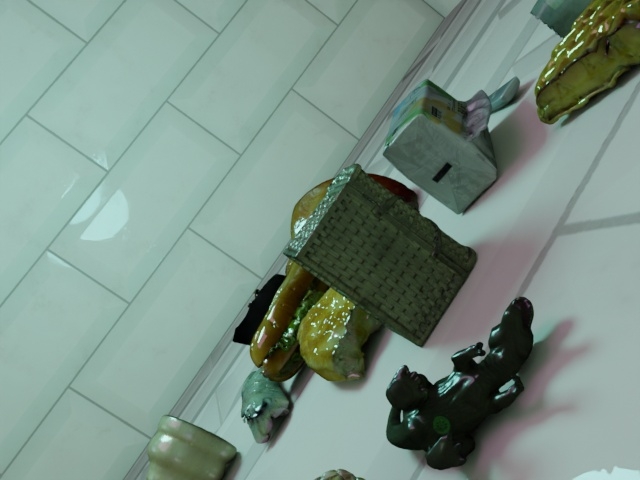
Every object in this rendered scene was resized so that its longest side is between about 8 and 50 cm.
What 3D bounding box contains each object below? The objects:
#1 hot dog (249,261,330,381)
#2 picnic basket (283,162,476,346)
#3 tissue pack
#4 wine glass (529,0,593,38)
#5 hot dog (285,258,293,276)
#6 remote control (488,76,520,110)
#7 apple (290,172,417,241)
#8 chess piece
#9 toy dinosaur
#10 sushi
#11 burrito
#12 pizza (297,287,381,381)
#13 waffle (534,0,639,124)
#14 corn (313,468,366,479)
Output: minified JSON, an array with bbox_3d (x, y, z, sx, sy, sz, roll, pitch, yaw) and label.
[{"bbox_3d":[-0.036,0.147,1.091,0.100,0.135,0.337,-7,38,34],"label":"hot dog"},{"bbox_3d":[0.076,0.012,0.699,0.154,0.196,0.134,-54,7,-5],"label":"picnic basket"},{"bbox_3d":[0.210,-0.178,0.864,0.145,0.159,0.229,-49,9,30],"label":"tissue pack"},{"bbox_3d":[0.388,-0.460,0.736,0.309,0.264,0.096,-50,44,30],"label":"wine glass"},{"bbox_3d":[0.000,0.000,1.392,0.196,0.122,0.272,-115,42,-64],"label":"hot dog"},{"bbox_3d":[0.330,-0.262,1.020,0.050,0.027,0.184,-53,3,-1],"label":"remote control"},{"bbox_3d":[0.074,-0.053,1.155,0.346,0.254,0.179,-61,-22,-55],"label":"apple"},{"bbox_3d":[-0.296,0.506,1.017,0.299,0.167,0.167,-65,12,-26],"label":"chess piece"},{"bbox_3d":[0.132,0.140,0.480,0.187,0.087,0.179,-37,-26,12],"label":"toy dinosaur"},{"bbox_3d":[-0.108,0.182,1.302,0.150,0.153,0.172,87,-166,-73],"label":"sushi"},{"bbox_3d":[-0.119,0.312,1.065,0.096,0.066,0.309,-50,7,-6],"label":"burrito"},{"bbox_3d":[0.069,0.094,0.862,0.287,0.075,0.280,-56,13,1],"label":"pizza"},{"bbox_3d":[0.373,-0.270,0.631,0.309,0.065,0.283,-53,7,16],"label":"waffle"},{"bbox_3d":[-0.031,0.307,0.495,0.280,0.092,0.092,-55,6,32],"label":"corn"}]
